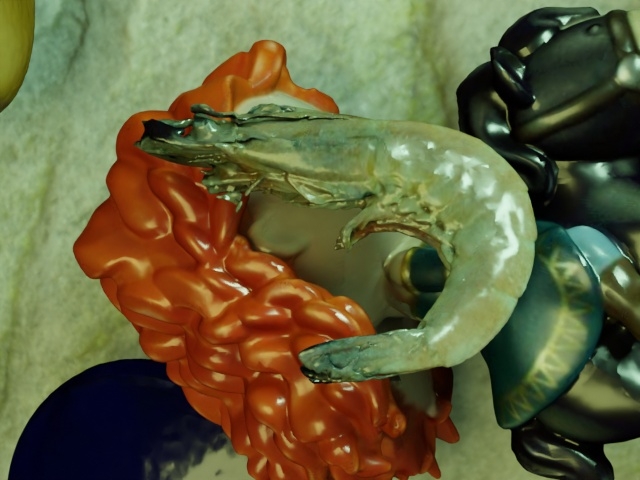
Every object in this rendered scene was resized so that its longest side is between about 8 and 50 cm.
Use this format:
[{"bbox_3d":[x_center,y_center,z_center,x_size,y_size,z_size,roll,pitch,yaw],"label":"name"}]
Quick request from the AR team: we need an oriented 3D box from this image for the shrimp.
[{"bbox_3d":[0.000,0.000,0.836,0.219,0.046,0.152,13,71,6],"label":"shrimp"}]

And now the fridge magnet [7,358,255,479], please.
[{"bbox_3d":[-0.109,0.211,1.131,0.265,0.113,0.265,5,102,27],"label":"fridge magnet"}]

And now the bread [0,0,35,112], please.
[{"bbox_3d":[-0.336,-0.251,1.088,0.348,0.253,0.376,2,99,34],"label":"bread"}]

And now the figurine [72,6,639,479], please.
[{"bbox_3d":[0.071,0.011,0.946,0.412,0.241,0.306,-13,96,19],"label":"figurine"}]
